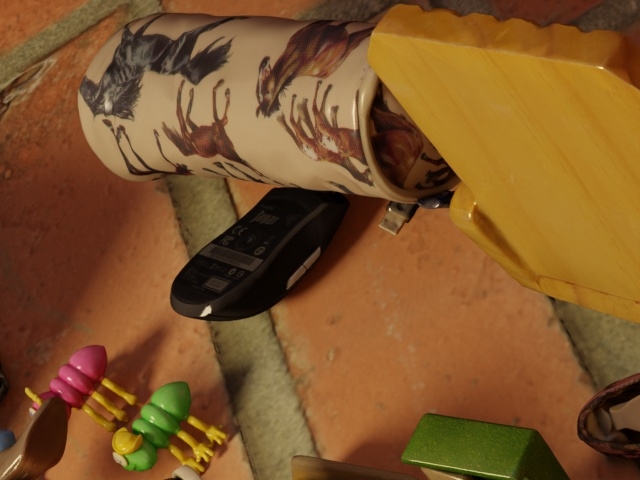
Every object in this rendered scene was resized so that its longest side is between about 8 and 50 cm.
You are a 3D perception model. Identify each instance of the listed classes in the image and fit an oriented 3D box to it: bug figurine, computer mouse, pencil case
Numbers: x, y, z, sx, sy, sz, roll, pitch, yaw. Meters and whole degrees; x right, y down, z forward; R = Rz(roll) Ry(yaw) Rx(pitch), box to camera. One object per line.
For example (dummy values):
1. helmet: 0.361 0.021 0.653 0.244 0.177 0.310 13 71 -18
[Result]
1. bug figurine: -0.215 0.194 1.622 0.279 0.072 0.216 19 66 45
2. computer mouse: 0.000 0.000 1.653 0.184 0.060 0.262 11 49 46
3. pencil case: -0.037 -0.118 1.648 0.410 0.183 0.160 7 74 45

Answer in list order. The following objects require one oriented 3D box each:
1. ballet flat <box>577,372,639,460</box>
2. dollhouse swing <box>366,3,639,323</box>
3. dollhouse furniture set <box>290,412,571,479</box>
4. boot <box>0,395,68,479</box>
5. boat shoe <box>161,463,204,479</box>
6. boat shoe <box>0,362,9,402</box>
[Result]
1. ballet flat: 0.284 0.106 1.326 0.221 0.079 0.077 -23 86 20
2. dollhouse swing: 0.263 -0.096 1.290 0.315 0.305 0.347 -39 31 -23
3. dollhouse furniture set: 0.024 0.238 1.346 0.301 0.151 0.198 4 57 39
4. boot: -0.263 0.190 1.578 0.087 0.042 0.118 -12 51 41
5. boat shoe: -0.079 0.286 1.293 0.096 0.117 0.324 -22 44 -8
6. boat shoe: -0.381 0.161 1.778 0.183 0.065 0.083 -38 40 1
